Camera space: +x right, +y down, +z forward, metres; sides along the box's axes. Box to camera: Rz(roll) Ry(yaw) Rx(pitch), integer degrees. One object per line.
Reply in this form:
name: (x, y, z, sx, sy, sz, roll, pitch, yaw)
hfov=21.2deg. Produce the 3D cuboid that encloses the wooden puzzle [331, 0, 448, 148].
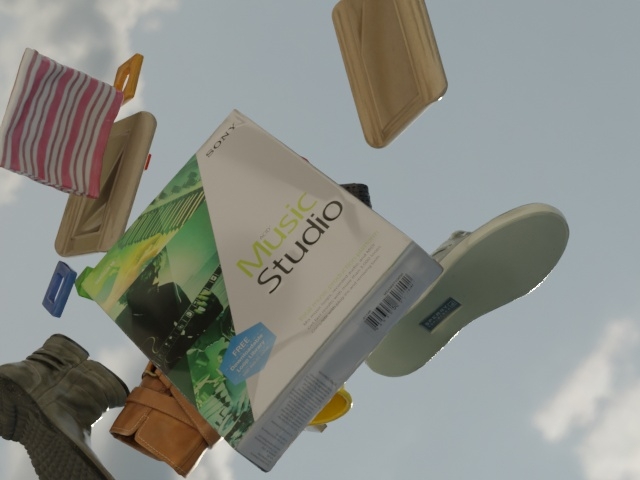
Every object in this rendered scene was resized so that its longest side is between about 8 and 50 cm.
wooden puzzle: (0.095, -0.257, 2.271, 0.238, 0.044, 0.221, 144, -67, -66)

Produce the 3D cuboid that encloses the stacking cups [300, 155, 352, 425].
stacking cups: (-0.025, 0.052, 1.929, 0.096, 0.096, 0.316, -42, -138, 41)

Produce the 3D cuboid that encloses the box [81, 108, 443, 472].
box: (-0.064, 0.033, 1.541, 0.232, 0.058, 0.322, -49, -141, -2)

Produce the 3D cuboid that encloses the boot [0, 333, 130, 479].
boot: (-0.272, 0.205, 1.962, 0.161, 0.246, 0.083, -27, 151, -46)

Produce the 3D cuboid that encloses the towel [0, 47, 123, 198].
towel: (-0.305, -0.135, 2.012, 0.029, 0.197, 0.144, 12, -95, 28)

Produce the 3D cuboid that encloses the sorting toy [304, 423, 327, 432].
sorting toy: (-0.048, 0.186, 2.236, 0.046, 0.132, 0.274, -42, -170, -18)

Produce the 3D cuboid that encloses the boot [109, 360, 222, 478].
boot: (-0.151, 0.129, 1.853, 0.283, 0.109, 0.220, 25, -103, 49)

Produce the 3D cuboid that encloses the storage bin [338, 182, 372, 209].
storage bin: (0.000, 0.000, 2.275, 0.180, 0.122, 0.084, 112, -30, -66)

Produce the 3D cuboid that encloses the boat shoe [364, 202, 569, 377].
boat shoe: (0.122, 0.030, 1.532, 0.227, 0.079, 0.081, -40, -150, 21)

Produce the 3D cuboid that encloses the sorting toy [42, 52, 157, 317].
sorting toy: (-0.259, -0.065, 2.129, 0.196, 0.047, 0.348, -4, -111, 63)
